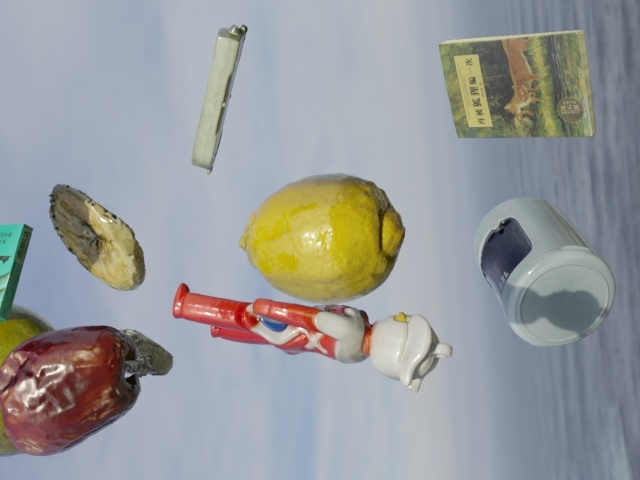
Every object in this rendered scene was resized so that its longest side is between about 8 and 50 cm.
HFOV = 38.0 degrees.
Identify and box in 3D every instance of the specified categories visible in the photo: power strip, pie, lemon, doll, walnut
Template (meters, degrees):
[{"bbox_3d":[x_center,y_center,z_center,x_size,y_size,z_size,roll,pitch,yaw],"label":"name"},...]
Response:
[{"bbox_3d":[-0.190,-0.256,1.704,0.080,0.048,0.286,-76,1,-66],"label":"power strip"},{"bbox_3d":[-0.470,-0.005,1.941,0.055,0.274,0.274,-45,-39,-31],"label":"pie"},{"bbox_3d":[0.007,0.000,1.886,0.285,0.316,0.285,41,-156,-23],"label":"lemon"},{"bbox_3d":[-0.007,0.126,1.282,0.188,0.384,0.099,47,-124,-66],"label":"doll"},{"bbox_3d":[-0.456,0.266,1.716,0.244,0.269,0.221,-111,4,-84],"label":"walnut"}]

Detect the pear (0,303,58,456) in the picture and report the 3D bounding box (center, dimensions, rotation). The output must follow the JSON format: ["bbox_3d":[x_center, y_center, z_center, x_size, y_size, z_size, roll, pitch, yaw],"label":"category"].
[{"bbox_3d":[-0.757,0.333,2.206,0.413,0.352,0.352,41,170,21],"label":"pear"}]

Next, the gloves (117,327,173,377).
[{"bbox_3d":[-0.387,0.240,1.964,0.114,0.153,0.070,-16,-49,-65],"label":"gloves"}]

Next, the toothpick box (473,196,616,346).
[{"bbox_3d":[0.486,0.048,2.056,0.354,0.263,0.263,-107,7,-60],"label":"toothpick box"}]

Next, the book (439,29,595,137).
[{"bbox_3d":[0.292,-0.229,1.391,0.024,0.228,0.160,-39,-57,-43],"label":"book"}]

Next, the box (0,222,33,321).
[{"bbox_3d":[-0.752,0.073,2.123,0.042,0.161,0.226,39,-125,-53],"label":"box"}]
